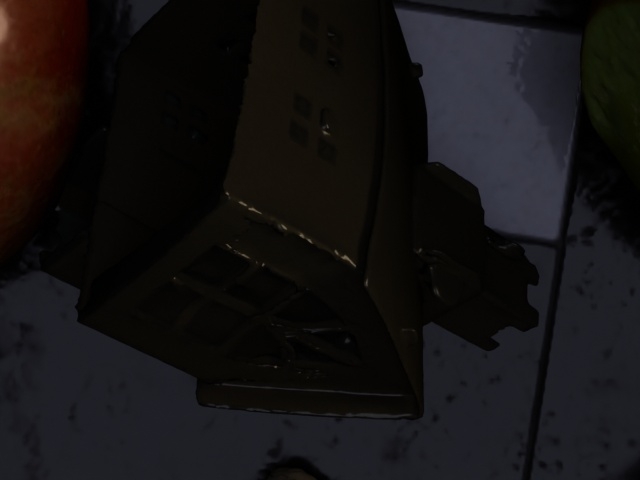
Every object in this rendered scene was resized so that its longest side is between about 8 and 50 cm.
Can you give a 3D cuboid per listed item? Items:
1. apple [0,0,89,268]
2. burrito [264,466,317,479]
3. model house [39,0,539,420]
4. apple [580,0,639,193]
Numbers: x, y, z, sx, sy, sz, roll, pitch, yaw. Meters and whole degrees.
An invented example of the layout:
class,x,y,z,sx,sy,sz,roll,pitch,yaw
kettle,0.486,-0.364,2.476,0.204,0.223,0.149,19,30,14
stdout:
class,x,y,z,sx,sy,sz,roll,pitch,yaw
apple,-0.201,-0.081,0.880,0.163,0.251,0.293,18,95,-10
burrito,0.043,0.292,0.936,0.175,0.107,0.348,-34,87,-25
model house,0.000,0.000,0.921,0.243,0.211,0.204,28,136,-28
apple,0.330,-0.054,0.853,0.384,0.374,0.374,-7,92,29
